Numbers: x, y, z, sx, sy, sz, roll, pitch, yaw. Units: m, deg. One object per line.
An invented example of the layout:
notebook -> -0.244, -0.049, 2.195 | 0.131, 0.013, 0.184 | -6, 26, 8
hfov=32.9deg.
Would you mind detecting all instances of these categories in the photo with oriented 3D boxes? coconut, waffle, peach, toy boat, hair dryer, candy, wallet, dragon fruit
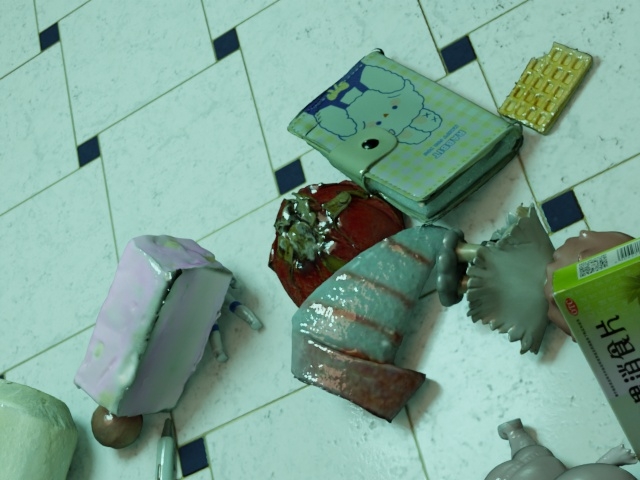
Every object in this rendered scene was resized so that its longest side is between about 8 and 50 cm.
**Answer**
coconut -> -0.517, 0.355, 1.706 | 0.237, 0.237, 0.266 | 4, 73, 33
waffle -> 0.328, -0.225, 1.580 | 0.092, 0.021, 0.135 | 31, 87, 37
peach -> -0.321, 0.286, 1.711 | 0.083, 0.083, 0.083 | -13, 63, 26
toy boat -> 0.080, 0.091, 1.518 | 0.206, 0.096, 0.282 | 25, 85, 13
hair dryer -> -0.225, 0.353, 1.650 | 0.154, 0.044, 0.183 | -1, 66, 29
candy -> -0.251, 0.133, 1.650 | 0.115, 0.155, 0.265 | 30, 105, 29
wallet -> 0.120, -0.162, 1.618 | 0.223, 0.077, 0.309 | -41, 50, -16
dragon fruit -> 0.002, -0.004, 1.601 | 0.223, 0.148, 0.219 | -30, 57, 18

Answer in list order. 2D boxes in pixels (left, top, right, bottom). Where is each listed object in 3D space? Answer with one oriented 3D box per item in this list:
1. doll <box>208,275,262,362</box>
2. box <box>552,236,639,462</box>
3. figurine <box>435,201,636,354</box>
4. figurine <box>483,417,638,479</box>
doll -> -0.183, 0.080, 1.737 | 0.114, 0.057, 0.227 | -47, 62, 13
box -> 0.401, 0.122, 1.249 | 0.175, 0.261, 0.062 | -25, 17, 20
figurine -> 0.333, 0.053, 1.380 | 0.386, 0.166, 0.207 | 5, 106, 31
figurine -> 0.288, 0.332, 1.298 | 0.176, 0.186, 0.287 | -22, 23, -30
